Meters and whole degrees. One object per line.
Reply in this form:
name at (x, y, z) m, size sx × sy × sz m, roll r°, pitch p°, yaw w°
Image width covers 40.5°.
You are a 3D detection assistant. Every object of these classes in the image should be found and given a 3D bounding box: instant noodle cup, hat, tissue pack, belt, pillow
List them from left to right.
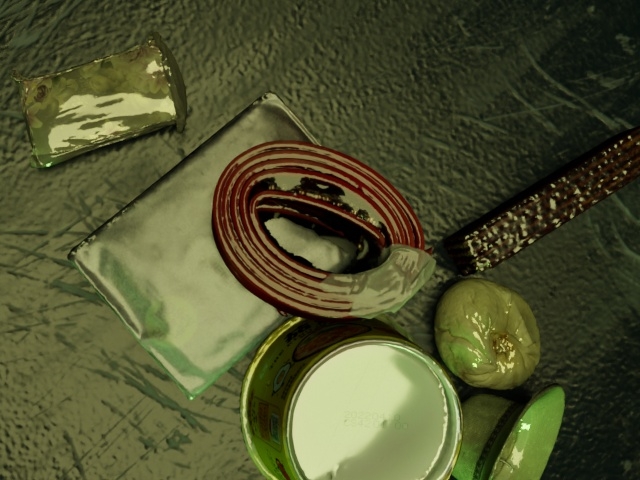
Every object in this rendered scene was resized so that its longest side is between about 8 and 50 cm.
pillow at (-0.333, -0.213, 1.326) m, size 0.255 × 0.059 × 0.169 m, roll -17°, pitch 89°, yaw -9°
tissue pack at (-0.135, 0.006, 1.311) m, size 0.394 × 0.124 × 0.288 m, roll -40°, pitch 92°, yaw -9°
belt at (0.000, 0.000, 1.209) m, size 0.324 × 0.115 × 0.227 m, roll 28°, pitch 80°, yaw -2°
instant noodle cup at (0.053, 0.256, 1.264) m, size 0.325 × 0.254 × 0.326 m, roll 1°, pitch 87°, yaw -10°
hat at (0.262, 0.312, 1.342) m, size 0.130 × 0.257 × 0.257 m, roll 24°, pitch 81°, yaw 33°

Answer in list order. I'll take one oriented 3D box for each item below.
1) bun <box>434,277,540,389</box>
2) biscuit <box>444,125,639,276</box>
bun at (0.267, 0.149, 1.378) m, size 0.164 × 0.111 × 0.188 m, roll -14°, pitch 86°, yaw -13°
biscuit at (0.378, -0.065, 1.410) m, size 0.388 × 0.107 × 0.073 m, roll -31°, pitch 92°, yaw -10°
